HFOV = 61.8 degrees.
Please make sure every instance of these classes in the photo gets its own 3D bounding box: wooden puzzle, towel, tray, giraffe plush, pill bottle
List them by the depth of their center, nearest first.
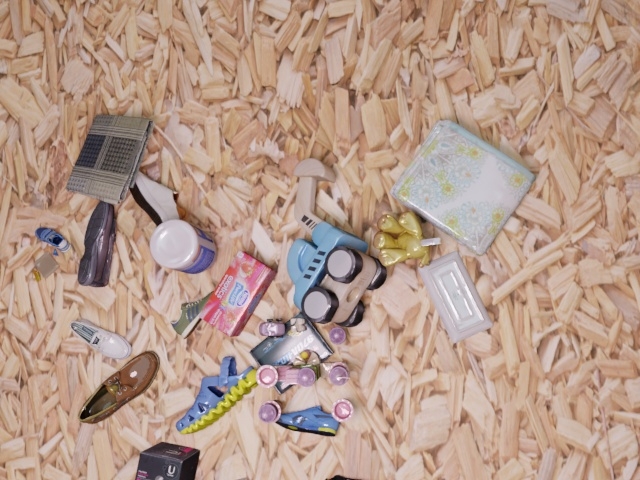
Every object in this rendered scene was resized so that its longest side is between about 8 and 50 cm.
[{"bbox_3d":[0.286,0.009,1.701,0.210,0.170,0.182,11,86,20],"label":"giraffe plush"},{"bbox_3d":[0.435,0.179,1.722,0.145,0.030,0.271,-24,79,1],"label":"tray"},{"bbox_3d":[-0.426,0.029,1.722,0.152,0.272,0.153,-1,80,6],"label":"pill bottle"},{"bbox_3d":[0.459,-0.181,1.752,0.374,0.090,0.321,36,89,11],"label":"towel"},{"bbox_3d":[-0.734,-0.290,1.878,0.324,0.056,0.312,13,79,32],"label":"towel"},{"bbox_3d":[-0.978,0.088,1.909,0.116,0.014,0.079,-34,83,0],"label":"wooden puzzle"}]

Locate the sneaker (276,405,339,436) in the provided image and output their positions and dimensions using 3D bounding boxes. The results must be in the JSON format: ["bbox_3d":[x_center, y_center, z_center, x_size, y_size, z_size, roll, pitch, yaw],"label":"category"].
[{"bbox_3d":[-0.043,0.566,1.703,0.209,0.069,0.082,4,58,12],"label":"sneaker"}]

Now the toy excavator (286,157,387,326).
[{"bbox_3d":[0.000,0.000,1.714,0.445,0.222,0.433,36,100,33],"label":"toy excavator"}]

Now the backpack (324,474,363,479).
[{"bbox_3d":[0.123,0.826,1.545,0.263,0.276,0.213,-4,85,-1],"label":"backpack"}]

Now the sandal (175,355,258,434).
[{"bbox_3d":[-0.339,0.493,1.722,0.317,0.126,0.138,-40,75,-9],"label":"sandal"}]

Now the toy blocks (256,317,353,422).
[{"bbox_3d":[-0.052,0.379,1.575,0.288,0.260,0.309,-3,80,5],"label":"toy blocks"}]

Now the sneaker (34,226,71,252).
[{"bbox_3d":[-0.951,-0.011,1.894,0.144,0.059,0.053,26,70,9],"label":"sneaker"}]

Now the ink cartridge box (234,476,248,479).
[{"bbox_3d":[-0.296,0.827,1.684,0.150,0.063,0.109,-16,79,4],"label":"ink cartridge box"}]

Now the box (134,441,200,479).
[{"bbox_3d":[-0.489,0.790,1.660,0.143,0.165,0.271,8,82,8],"label":"box"}]

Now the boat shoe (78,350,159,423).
[{"bbox_3d":[-0.660,0.490,1.759,0.110,0.104,0.307,43,88,11],"label":"boat shoe"}]

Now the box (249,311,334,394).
[{"bbox_3d":[-0.093,0.364,1.741,0.220,0.051,0.175,-37,79,-1],"label":"box"}]

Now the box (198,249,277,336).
[{"bbox_3d":[-0.267,0.175,1.756,0.128,0.122,0.257,31,85,9],"label":"box"}]

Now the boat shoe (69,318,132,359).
[{"bbox_3d":[-0.751,0.339,1.809,0.226,0.076,0.083,22,84,10],"label":"boat shoe"}]

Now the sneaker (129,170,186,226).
[{"bbox_3d":[-0.576,-0.160,1.876,0.123,0.106,0.290,-28,66,-34],"label":"sneaker"}]

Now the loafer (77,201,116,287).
[{"bbox_3d":[-0.765,0.016,1.870,0.109,0.095,0.303,-1,74,37],"label":"loafer"}]

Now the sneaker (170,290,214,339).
[{"bbox_3d":[-0.429,0.232,1.794,0.086,0.064,0.192,37,90,6],"label":"sneaker"}]
